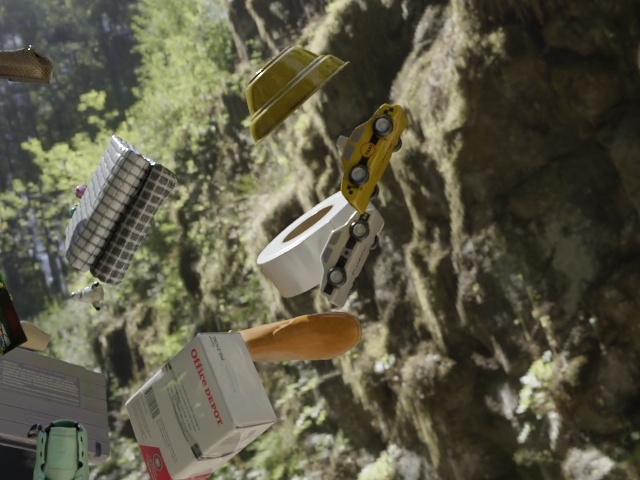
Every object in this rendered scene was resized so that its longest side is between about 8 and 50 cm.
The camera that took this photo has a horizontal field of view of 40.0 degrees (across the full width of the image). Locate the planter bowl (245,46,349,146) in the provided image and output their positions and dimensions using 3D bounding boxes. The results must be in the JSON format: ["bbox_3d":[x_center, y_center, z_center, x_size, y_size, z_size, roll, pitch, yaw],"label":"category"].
[{"bbox_3d":[-0.061,-0.262,1.489,0.217,0.090,0.217,-42,7,6],"label":"planter bowl"}]

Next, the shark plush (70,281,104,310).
[{"bbox_3d":[-0.595,0.129,2.270,0.067,0.073,0.161,-3,15,-4],"label":"shark plush"}]

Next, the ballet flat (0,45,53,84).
[{"bbox_3d":[-0.523,-0.272,1.302,0.250,0.058,0.084,2,10,-28],"label":"ballet flat"}]

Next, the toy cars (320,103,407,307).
[{"bbox_3d":[0.056,-0.063,1.558,0.176,0.087,0.394,-41,-31,-51],"label":"toy cars"}]

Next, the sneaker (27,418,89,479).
[{"bbox_3d":[-0.362,0.338,1.184,0.094,0.151,0.256,0,15,-12],"label":"sneaker"}]

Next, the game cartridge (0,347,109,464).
[{"bbox_3d":[-0.630,0.354,1.937,0.068,0.230,0.355,-41,-45,24],"label":"game cartridge"}]

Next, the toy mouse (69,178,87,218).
[{"bbox_3d":[-0.656,-0.097,2.378,0.031,0.161,0.143,9,-10,-12],"label":"toy mouse"}]

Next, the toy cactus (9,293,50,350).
[{"bbox_3d":[-0.602,0.153,1.675,0.180,0.112,0.219,25,-5,-19],"label":"toy cactus"}]

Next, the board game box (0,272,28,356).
[{"bbox_3d":[-0.573,0.073,1.406,0.030,0.260,0.136,-5,17,40],"label":"board game box"}]

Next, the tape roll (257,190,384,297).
[{"bbox_3d":[0.000,0.000,1.935,0.286,0.100,0.286,-35,10,7],"label":"tape roll"}]

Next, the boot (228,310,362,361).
[{"bbox_3d":[-0.079,0.221,1.893,0.295,0.104,0.211,-14,-7,36],"label":"boot"}]

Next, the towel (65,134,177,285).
[{"bbox_3d":[-0.369,-0.056,1.610,0.121,0.235,0.283,27,1,-20],"label":"towel"}]

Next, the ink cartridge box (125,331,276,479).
[{"bbox_3d":[-0.202,0.283,1.455,0.100,0.172,0.237,3,-38,-47],"label":"ink cartridge box"}]
